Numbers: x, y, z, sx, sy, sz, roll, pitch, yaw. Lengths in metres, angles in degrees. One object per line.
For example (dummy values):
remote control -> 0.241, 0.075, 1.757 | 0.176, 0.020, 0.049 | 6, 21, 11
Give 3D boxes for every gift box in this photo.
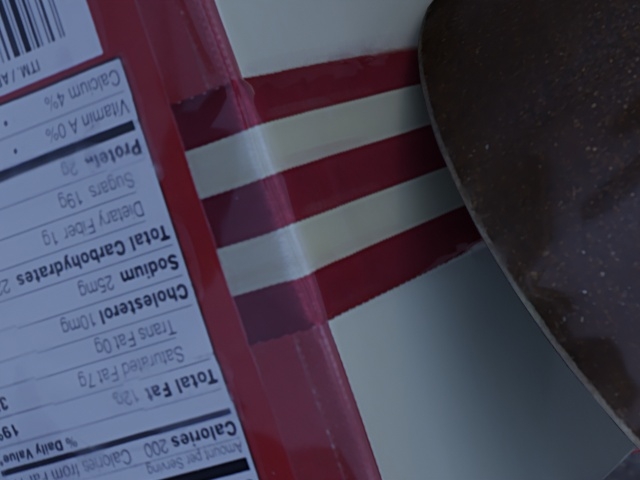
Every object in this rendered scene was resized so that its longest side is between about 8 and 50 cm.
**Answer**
gift box -> -0.041, -0.023, 0.527 | 0.255, 0.258, 0.276 | -13, 92, 27

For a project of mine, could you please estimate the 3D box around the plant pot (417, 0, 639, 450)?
plant pot -> 0.180, -0.058, 0.426 | 0.215, 0.215, 0.230 | 41, 118, -11
